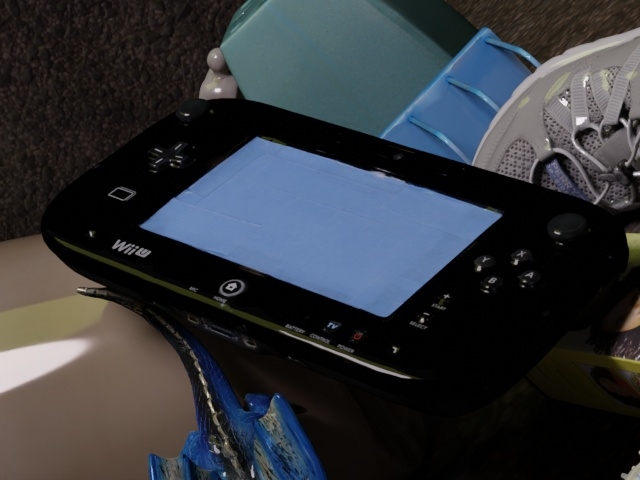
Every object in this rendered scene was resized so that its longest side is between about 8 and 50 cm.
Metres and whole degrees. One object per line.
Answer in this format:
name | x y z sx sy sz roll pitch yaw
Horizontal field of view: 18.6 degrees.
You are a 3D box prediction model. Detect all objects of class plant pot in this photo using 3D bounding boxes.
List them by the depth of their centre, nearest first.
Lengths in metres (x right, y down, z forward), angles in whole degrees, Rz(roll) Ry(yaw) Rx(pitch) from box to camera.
plant pot | -0.098 0.111 1.214 0.280 0.323 0.323 -24 19 16
plant pot | 0.045 -0.118 1.519 0.165 0.234 0.165 -41 14 18

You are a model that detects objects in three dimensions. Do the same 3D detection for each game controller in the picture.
game controller | 0.000 0.000 1.037 0.319 0.067 0.166 19 36 37

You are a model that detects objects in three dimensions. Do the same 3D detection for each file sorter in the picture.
file sorter | 0.108 -0.043 1.356 0.170 0.118 0.104 -46 15 0

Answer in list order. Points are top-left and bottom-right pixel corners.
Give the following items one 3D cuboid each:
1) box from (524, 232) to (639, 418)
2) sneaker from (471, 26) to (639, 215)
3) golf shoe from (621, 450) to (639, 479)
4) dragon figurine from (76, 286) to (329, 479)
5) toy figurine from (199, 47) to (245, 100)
box | 0.169 0.044 1.019 0.087 0.058 0.232 -49 12 -12
sneaker | 0.193 -0.072 1.194 0.281 0.105 0.115 -37 15 32
golf shoe | 0.144 0.152 0.799 0.086 0.069 0.176 13 61 52
dragon figurine | -0.036 0.133 1.012 0.085 0.289 0.144 -26 -5 0
toy figurine | 0.002 -0.113 1.707 0.213 0.209 0.148 -38 21 34
